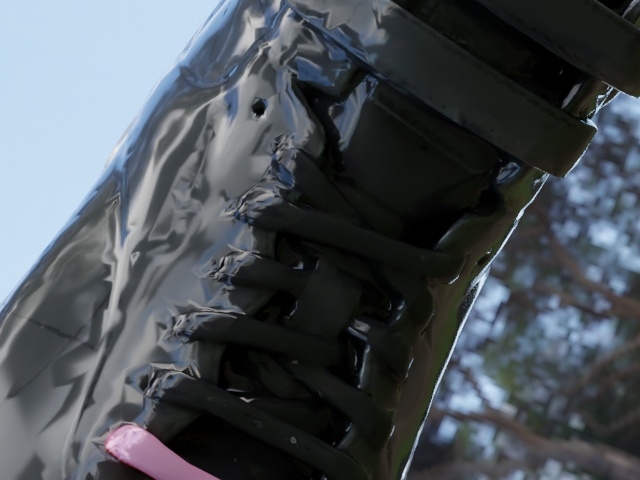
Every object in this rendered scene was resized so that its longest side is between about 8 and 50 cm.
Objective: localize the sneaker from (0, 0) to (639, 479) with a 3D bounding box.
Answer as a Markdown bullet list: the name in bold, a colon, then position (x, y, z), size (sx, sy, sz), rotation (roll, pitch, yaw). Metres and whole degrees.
- **sneaker**: position (0.000, 0.000, 0.427), size (0.147, 0.104, 0.296), rotation (-49, 15, 38)
